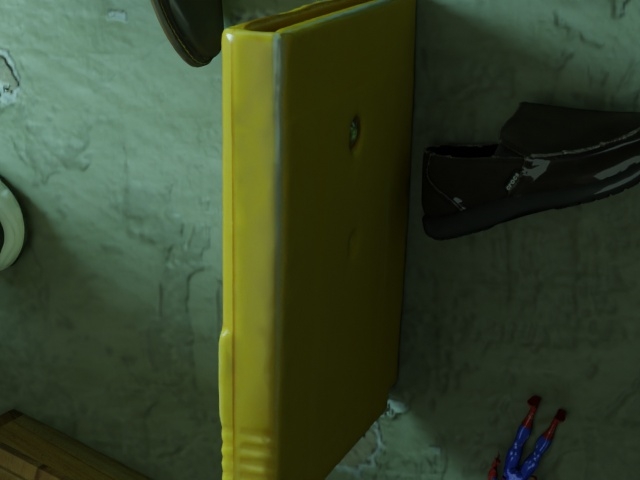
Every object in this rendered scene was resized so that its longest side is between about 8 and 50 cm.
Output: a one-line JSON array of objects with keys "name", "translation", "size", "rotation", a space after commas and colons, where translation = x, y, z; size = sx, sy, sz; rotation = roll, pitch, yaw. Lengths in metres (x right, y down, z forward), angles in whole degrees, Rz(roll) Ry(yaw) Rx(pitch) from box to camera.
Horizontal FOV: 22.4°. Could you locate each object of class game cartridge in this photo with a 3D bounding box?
[{"name": "game cartridge", "translation": [0.000, 0.000, 1.115], "size": [0.052, 0.285, 0.324], "rotation": [8, 105, 18]}]

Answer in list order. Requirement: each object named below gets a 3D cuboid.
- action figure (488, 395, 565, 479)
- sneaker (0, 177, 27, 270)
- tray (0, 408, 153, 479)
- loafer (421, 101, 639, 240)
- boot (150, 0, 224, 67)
[{"name": "action figure", "translation": [0.150, 0.176, 1.237], "size": [0.038, 0.030, 0.115], "rotation": [25, 114, 11]}, {"name": "sneaker", "translation": [-0.374, -0.066, 1.369], "size": [0.271, 0.108, 0.100], "rotation": [37, 117, 13]}, {"name": "tray", "translation": [-0.257, 0.379, 1.446], "size": [0.202, 0.076, 0.411], "rotation": [24, 112, 17]}, {"name": "loafer", "translation": [0.160, -0.062, 1.142], "size": [0.220, 0.080, 0.078], "rotation": [-18, 96, 27]}, {"name": "boot", "translation": [-0.077, -0.243, 1.204], "size": [0.106, 0.082, 0.219], "rotation": [-5, 99, 28]}]
